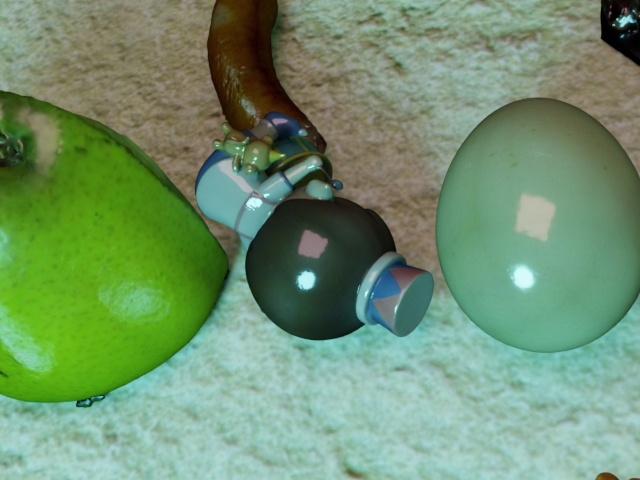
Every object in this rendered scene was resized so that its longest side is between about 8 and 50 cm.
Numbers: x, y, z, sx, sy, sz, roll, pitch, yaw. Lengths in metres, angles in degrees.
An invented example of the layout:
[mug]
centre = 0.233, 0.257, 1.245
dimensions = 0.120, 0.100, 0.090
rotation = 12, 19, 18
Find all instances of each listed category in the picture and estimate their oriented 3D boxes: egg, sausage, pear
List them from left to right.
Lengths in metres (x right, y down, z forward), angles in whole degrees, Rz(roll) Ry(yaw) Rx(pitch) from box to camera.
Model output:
[pear]
centre = -0.308, -0.003, 1.112
dimensions = 0.342, 0.318, 0.239
rotation = 9, 57, 26
[sausage]
centre = -0.075, -0.194, 1.292
dimensions = 0.102, 0.076, 0.302
rotation = -17, 55, -1
[egg]
centre = 0.198, -0.020, 1.012
dimensions = 0.188, 0.189, 0.254
rotation = -6, 52, 16

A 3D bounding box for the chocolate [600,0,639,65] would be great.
[chocolate]
centre = 0.383, -0.313, 1.145
dimensions = 0.224, 0.177, 0.206
rotation = -38, 54, -8

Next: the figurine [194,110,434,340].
[figurine]
centre = -0.007, 0.001, 1.102
dimensions = 0.158, 0.161, 0.275
rotation = -6, 47, -38

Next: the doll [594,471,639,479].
[doll]
centre = 0.260, 0.275, 0.839
dimensions = 0.135, 0.143, 0.221
rotation = -42, 47, 34
